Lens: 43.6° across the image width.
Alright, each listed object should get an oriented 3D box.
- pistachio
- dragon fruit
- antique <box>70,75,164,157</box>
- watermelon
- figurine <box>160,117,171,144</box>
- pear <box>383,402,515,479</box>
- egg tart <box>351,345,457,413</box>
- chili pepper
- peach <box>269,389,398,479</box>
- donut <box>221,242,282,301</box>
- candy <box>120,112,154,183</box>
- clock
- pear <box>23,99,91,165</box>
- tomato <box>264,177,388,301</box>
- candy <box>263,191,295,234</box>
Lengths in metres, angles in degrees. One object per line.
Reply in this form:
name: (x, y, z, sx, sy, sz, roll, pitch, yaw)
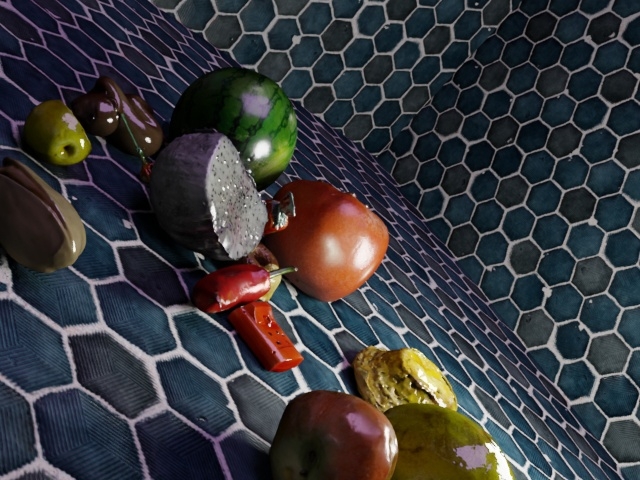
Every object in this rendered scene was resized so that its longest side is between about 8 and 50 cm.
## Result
pistachio: (-0.464, -0.042, 1.279, 0.226, 0.136, 0.136, 47, 16, 14)
dragon fruit: (-0.269, -0.079, 1.742, 0.204, 0.221, 0.283, -64, 148, -34)
antique: (-0.480, -0.281, 1.900, 0.257, 0.121, 0.143, 30, 28, -59)
watermelon: (-0.225, -0.282, 2.080, 0.363, 0.363, 0.363, 39, 16, -14)
figurine: (-0.387, -0.288, 2.204, 0.068, 0.075, 0.140, 51, 20, 27)
pear: (0.219, 0.443, 1.491, 0.321, 0.269, 0.269, 34, 13, 16)
egg tart: (0.225, 0.364, 1.916, 0.341, 0.129, 0.341, 41, 16, -14)
chili pepper: (-0.175, 0.104, 1.624, 0.368, 0.137, 0.092, -26, 112, -67)
peach: (0.026, 0.352, 1.339, 0.214, 0.214, 0.235, 50, 10, 22)
donut: (-0.161, 0.056, 1.873, 0.166, 0.073, 0.184, 38, 18, -28)
candy: (-0.424, -0.212, 1.859, 0.055, 0.049, 0.184, -102, 170, -66)
clock: (-0.106, 0.200, 1.658, 0.155, 0.061, 0.113, 52, 17, 20)
pear: (-0.530, -0.205, 1.591, 0.141, 0.104, 0.141, 49, -19, 23)
tomato: (0.000, 0.000, 2.059, 0.341, 0.273, 0.341, 29, -10, 6)
candy: (-0.142, -0.053, 1.914, 0.059, 0.292, 0.086, -13, 89, -37)
